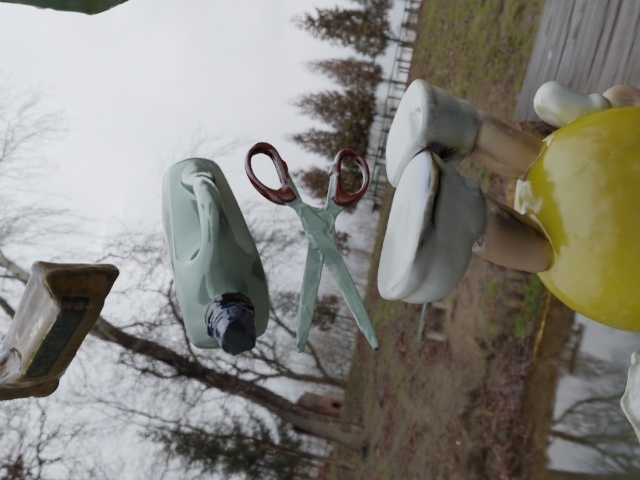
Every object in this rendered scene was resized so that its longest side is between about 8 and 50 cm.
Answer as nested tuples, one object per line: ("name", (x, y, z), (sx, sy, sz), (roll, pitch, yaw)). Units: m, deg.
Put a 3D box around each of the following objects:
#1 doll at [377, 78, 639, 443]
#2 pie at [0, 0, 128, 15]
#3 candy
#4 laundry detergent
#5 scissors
("doll", (0.245, -0.009, 0.548), (0.348, 0.423, 0.161), (-53, -5, -24))
("pie", (-0.252, -0.314, 0.489), (0.306, 0.071, 0.307), (18, -115, -44))
("candy", (-0.416, 0.143, 0.949), (0.143, 0.101, 0.271), (8, -61, -52))
("laundry detergent", (-0.127, 0.027, 0.753), (0.280, 0.105, 0.215), (-125, 29, -62))
("scissors", (0.000, 0.000, 0.656), (0.017, 0.144, 0.248), (116, 150, -53))
